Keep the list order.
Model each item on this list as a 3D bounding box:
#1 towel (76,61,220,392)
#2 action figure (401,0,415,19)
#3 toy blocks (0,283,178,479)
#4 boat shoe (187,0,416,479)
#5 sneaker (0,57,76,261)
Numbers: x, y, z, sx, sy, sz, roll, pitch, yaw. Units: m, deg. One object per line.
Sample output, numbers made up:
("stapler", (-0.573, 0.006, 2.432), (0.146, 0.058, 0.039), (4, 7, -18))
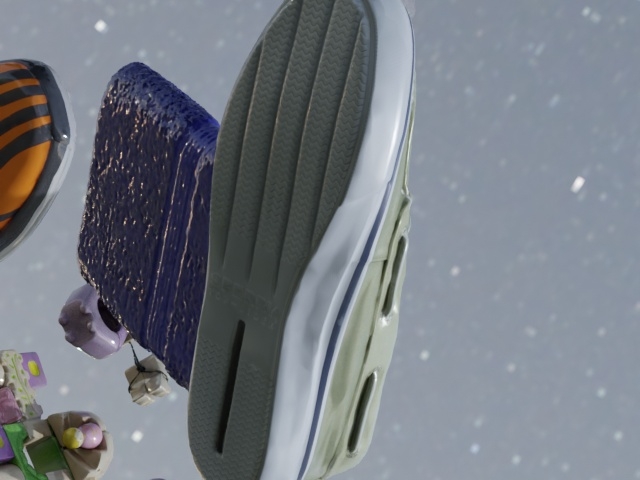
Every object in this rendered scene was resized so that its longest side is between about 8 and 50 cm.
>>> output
("towel", (-0.106, -0.002, 1.621), (0.308, 0.076, 0.227), (39, -57, 49))
("action figure", (0.062, -0.333, 1.599), (0.341, 0.330, 0.178), (61, -26, -2))
("toy blocks", (-0.325, 0.232, 1.996), (0.309, 0.260, 0.288), (-29, -102, 20))
("boat shoe", (0.000, 0.000, 1.025), (0.109, 0.094, 0.302), (34, -61, 39))
("sneaker", (-0.313, -0.024, 1.202), (0.321, 0.180, 0.124), (-28, -106, 29))
